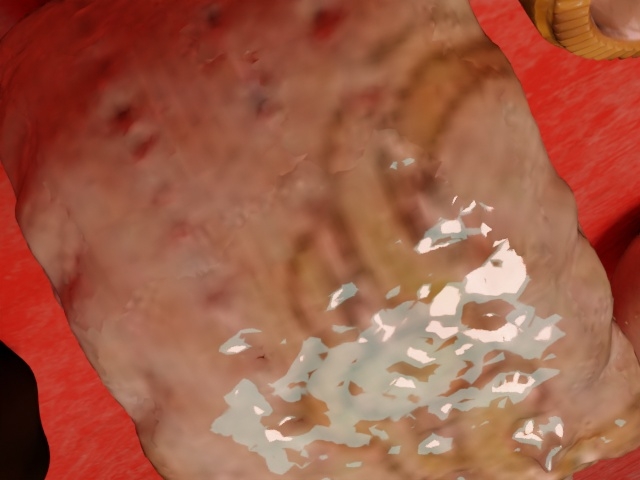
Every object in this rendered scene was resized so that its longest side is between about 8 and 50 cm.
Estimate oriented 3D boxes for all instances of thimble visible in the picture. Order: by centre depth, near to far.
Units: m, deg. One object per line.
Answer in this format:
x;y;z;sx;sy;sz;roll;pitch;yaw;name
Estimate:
0.000;0.000;0.521;0.195;0.291;0.291;-26;152;4;thimble

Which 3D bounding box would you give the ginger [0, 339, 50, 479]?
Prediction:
-0.333;0.166;0.605;0.358;0.211;0.413;-65;162;-3;ginger

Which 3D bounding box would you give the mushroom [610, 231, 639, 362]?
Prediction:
0.357;0.047;0.986;0.226;0.178;0.226;-26;159;-11;mushroom

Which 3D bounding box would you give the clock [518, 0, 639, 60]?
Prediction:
0.140;-0.194;0.401;0.244;0.200;0.317;-28;161;17;clock
